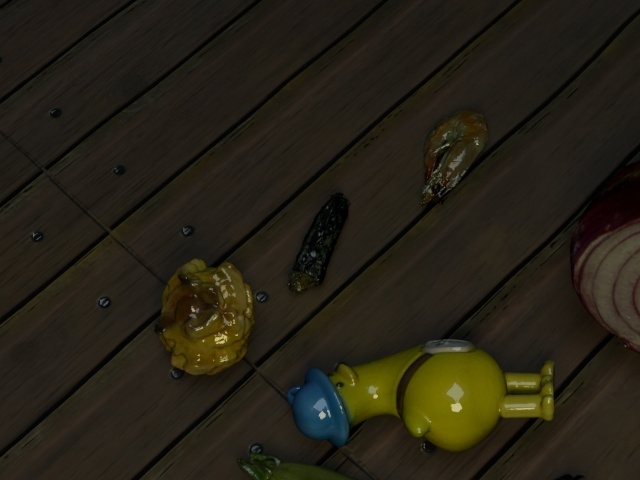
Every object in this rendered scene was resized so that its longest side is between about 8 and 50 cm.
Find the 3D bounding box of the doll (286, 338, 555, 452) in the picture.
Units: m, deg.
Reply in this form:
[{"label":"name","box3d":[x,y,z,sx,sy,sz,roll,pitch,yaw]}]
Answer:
[{"label":"doll","box3d":[0.130,0.207,1.561,0.363,0.145,0.199,-3,20,14]}]

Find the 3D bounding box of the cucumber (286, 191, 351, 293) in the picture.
[{"label":"cucumber","box3d":[0.000,0.000,1.732,0.053,0.053,0.181,14,60,13]}]

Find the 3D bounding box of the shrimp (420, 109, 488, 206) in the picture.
[{"label":"shrimp","box3d":[0.196,-0.126,1.791,0.101,0.042,0.190,9,60,34]}]

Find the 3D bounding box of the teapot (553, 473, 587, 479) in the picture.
[{"label":"teapot","box3d":[0.295,0.367,1.473,0.177,0.087,0.096,-28,84,-11]}]

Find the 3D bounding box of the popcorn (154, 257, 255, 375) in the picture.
[{"label":"popcorn","box3d":[-0.162,0.104,1.639,0.148,0.152,0.167,-28,59,21]}]

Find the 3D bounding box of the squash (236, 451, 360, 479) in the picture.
[{"label":"squash","box3d":[0.043,0.351,1.501,0.341,0.094,0.094,17,63,12]}]

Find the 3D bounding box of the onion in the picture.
[{"label":"onion","box3d":[0.511,-0.003,1.556,0.336,0.282,0.260,6,40,20]}]
